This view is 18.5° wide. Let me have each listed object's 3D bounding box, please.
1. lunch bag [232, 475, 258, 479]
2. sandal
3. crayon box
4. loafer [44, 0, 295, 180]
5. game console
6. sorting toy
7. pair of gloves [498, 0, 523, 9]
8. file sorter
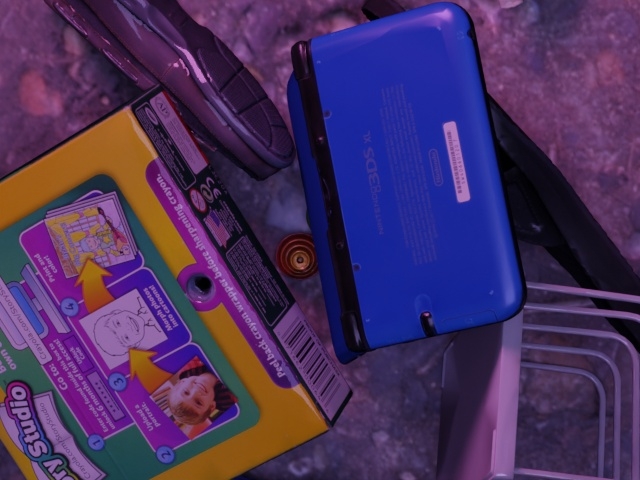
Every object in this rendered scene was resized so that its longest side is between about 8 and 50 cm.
[{"bbox_3d":[-0.032,0.360,1.999,0.303,0.115,0.243,1,97,-2],"label":"lunch bag"},{"bbox_3d":[0.172,-0.047,1.906,0.107,0.167,0.446,-40,98,0],"label":"sandal"},{"bbox_3d":[-0.198,0.083,1.915,0.313,0.106,0.363,-28,99,22],"label":"crayon box"},{"bbox_3d":[-0.150,-0.170,1.928,0.095,0.109,0.302,-40,92,24],"label":"loafer"},{"bbox_3d":[0.071,-0.047,1.836,0.250,0.173,0.293,-14,83,22],"label":"game console"},{"bbox_3d":[0.000,0.000,1.975,0.061,0.042,0.102,36,96,-6],"label":"sorting toy"},{"bbox_3d":[0.225,-0.362,1.897,0.240,0.042,0.204,-32,109,-3],"label":"pair of gloves"},{"bbox_3d":[0.220,0.167,1.864,0.173,0.278,0.193,7,71,-6],"label":"file sorter"}]
